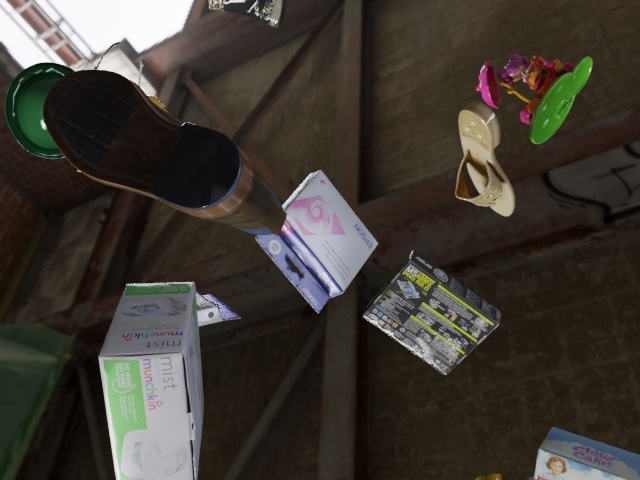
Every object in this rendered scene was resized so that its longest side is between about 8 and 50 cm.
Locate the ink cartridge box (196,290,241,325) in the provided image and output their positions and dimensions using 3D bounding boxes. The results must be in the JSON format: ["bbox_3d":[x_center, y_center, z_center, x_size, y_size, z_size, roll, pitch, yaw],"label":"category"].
[{"bbox_3d":[-0.317,0.152,1.511,0.208,0.045,0.206,-9,-165,-29],"label":"ink cartridge box"}]

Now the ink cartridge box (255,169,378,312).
[{"bbox_3d":[0.000,0.000,2.056,0.071,0.324,0.330,-18,-152,48],"label":"ink cartridge box"}]

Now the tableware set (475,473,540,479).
[{"bbox_3d":[0.154,0.245,0.621,0.104,0.154,0.024,-6,-119,-5],"label":"tableware set"}]

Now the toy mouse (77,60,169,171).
[{"bbox_3d":[-0.251,-0.120,0.823,0.143,0.161,0.031,-26,-168,5],"label":"toy mouse"}]

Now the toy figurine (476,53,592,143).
[{"bbox_3d":[0.360,-0.280,1.156,0.159,0.130,0.173,37,-92,31],"label":"toy figurine"}]

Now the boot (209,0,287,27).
[{"bbox_3d":[-0.155,-0.618,1.482,0.178,0.237,0.085,11,-158,0],"label":"boot"}]

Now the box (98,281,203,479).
[{"bbox_3d":[-0.257,0.233,1.054,0.126,0.262,0.231,-1,-157,-5],"label":"box"}]

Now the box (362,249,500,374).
[{"bbox_3d":[0.275,0.184,1.637,0.216,0.270,0.060,-54,-179,30],"label":"box"}]

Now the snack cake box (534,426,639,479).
[{"bbox_3d":[0.460,0.405,0.983,0.264,0.152,0.089,12,-164,32],"label":"snack cake box"}]

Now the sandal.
[{"bbox_3d":[0.234,-0.100,1.006,0.079,0.240,0.088,-42,-131,-14],"label":"sandal"}]

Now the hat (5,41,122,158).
[{"bbox_3d":[-0.453,-0.238,1.185,0.173,0.209,0.183,-29,-147,-36],"label":"hat"}]

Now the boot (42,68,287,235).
[{"bbox_3d":[-0.125,-0.062,0.519,0.219,0.106,0.082,31,-94,29],"label":"boot"}]
